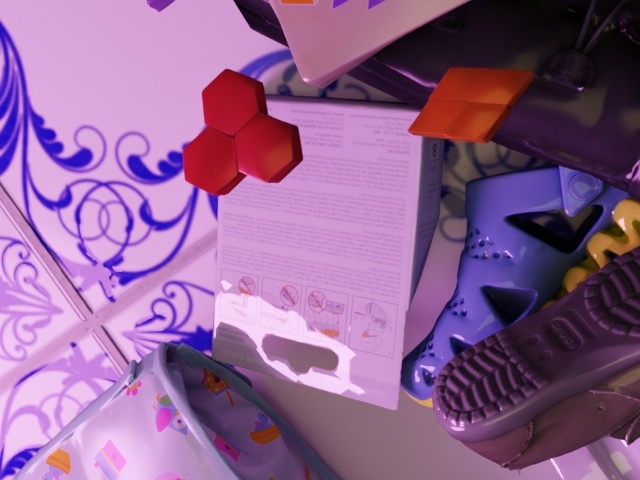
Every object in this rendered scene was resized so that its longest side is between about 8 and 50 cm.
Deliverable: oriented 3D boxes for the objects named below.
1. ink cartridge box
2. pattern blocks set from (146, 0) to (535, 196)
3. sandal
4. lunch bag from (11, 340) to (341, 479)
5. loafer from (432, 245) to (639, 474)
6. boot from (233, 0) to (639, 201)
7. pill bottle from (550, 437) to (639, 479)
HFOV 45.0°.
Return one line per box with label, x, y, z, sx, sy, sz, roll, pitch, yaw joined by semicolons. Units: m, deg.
ink cartridge box;0.000;0.000;0.638;0.189;0.066;0.232;10;107;29
pattern blocks set;0.037;-0.187;0.463;0.325;0.026;0.285;-15;83;21
sandal;0.164;-0.003;0.607;0.138;0.126;0.317;42;99;4
lunch bag;-0.124;0.241;0.701;0.223;0.160;0.262;-40;97;18
loafer;0.200;0.078;0.520;0.251;0.094;0.087;-25;123;9
boot;0.203;-0.210;0.528;0.445;0.146;0.367;30;70;23
pill bottle;0.302;0.109;0.577;0.264;0.153;0.153;-35;93;18
